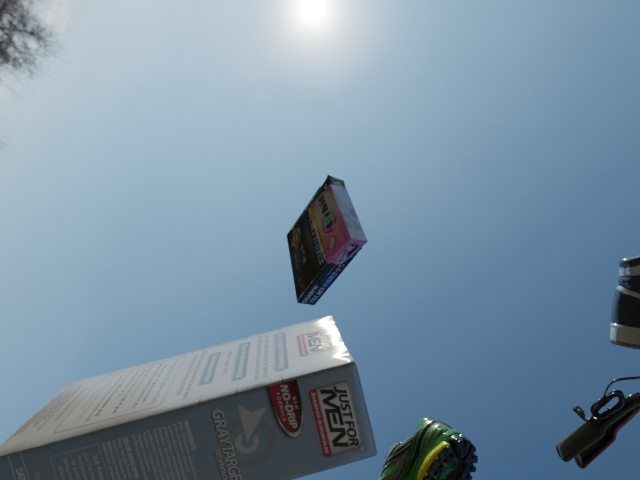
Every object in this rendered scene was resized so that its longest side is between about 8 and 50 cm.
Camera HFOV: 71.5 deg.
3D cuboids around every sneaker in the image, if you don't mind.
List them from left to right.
[{"bbox_3d":[0.174,0.528,0.934,0.343,0.134,0.146,-44,-162,-9],"label":"sneaker"},{"bbox_3d":[0.534,0.077,0.569,0.282,0.099,0.153,-1,-97,45],"label":"sneaker"}]

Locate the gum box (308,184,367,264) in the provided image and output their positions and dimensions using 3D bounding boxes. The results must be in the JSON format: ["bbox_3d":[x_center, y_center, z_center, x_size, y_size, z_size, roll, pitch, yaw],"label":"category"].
[{"bbox_3d":[0.043,-0.038,1.168,0.107,0.062,0.189,-45,-129,37],"label":"gum box"}]

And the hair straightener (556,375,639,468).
[{"bbox_3d":[0.495,0.315,0.778,0.047,0.088,0.231,-84,-161,-57],"label":"hair straightener"}]

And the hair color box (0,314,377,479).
[{"bbox_3d":[-0.141,0.208,0.531,0.374,0.185,0.114,-14,-82,-5],"label":"hair color box"}]

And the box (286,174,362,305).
[{"bbox_3d":[0.000,0.000,1.386,0.293,0.073,0.296,-54,-146,38],"label":"box"}]
